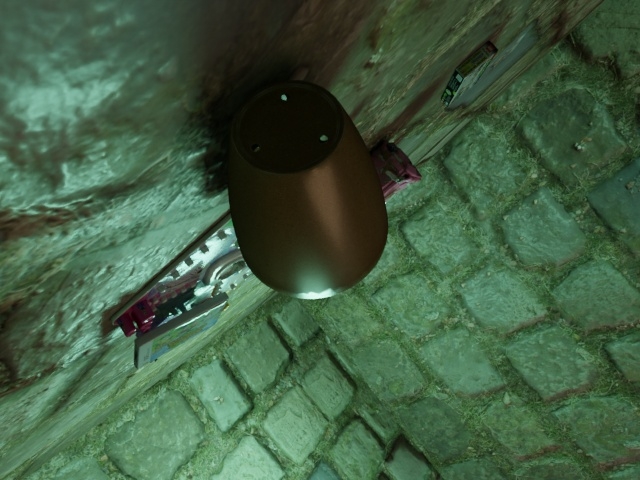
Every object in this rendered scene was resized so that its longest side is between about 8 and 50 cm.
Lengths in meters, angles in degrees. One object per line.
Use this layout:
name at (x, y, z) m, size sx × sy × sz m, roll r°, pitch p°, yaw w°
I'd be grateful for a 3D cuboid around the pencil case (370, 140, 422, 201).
pencil case at (0.114, -0.123, 1.258) m, size 0.386 × 0.160 × 0.167 m, roll -41°, pitch 164°, yaw 19°

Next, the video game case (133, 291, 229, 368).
video game case at (-0.322, 0.208, 0.949) m, size 0.212 × 0.023 × 0.193 m, roll -28°, pitch 166°, yaw -35°

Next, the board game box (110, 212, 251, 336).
board game box at (-0.205, 0.066, 0.947) m, size 0.390 × 0.050 × 0.390 m, roll -40°, pitch 168°, yaw 6°

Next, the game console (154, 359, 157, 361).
game console at (-0.469, 0.302, 1.393) m, size 0.361 × 0.044 × 0.213 m, roll -42°, pitch 174°, yaw 33°

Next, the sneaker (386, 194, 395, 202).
sneaker at (0.205, -0.198, 1.563) m, size 0.182 × 0.127 × 0.315 m, roll -41°, pitch -177°, yaw -28°

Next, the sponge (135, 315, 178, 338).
sponge at (-0.390, 0.198, 1.118) m, size 0.117 × 0.031 × 0.210 m, roll -42°, pitch 175°, yaw 19°

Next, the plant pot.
plant pot at (-0.022, -0.068, 0.531) m, size 0.237 × 0.237 × 0.254 m, roll -39°, pitch 161°, yaw -10°

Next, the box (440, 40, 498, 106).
box at (0.409, -0.457, 1.152) m, size 0.114 × 0.036 × 0.207 m, roll -40°, pitch 175°, yaw 3°
